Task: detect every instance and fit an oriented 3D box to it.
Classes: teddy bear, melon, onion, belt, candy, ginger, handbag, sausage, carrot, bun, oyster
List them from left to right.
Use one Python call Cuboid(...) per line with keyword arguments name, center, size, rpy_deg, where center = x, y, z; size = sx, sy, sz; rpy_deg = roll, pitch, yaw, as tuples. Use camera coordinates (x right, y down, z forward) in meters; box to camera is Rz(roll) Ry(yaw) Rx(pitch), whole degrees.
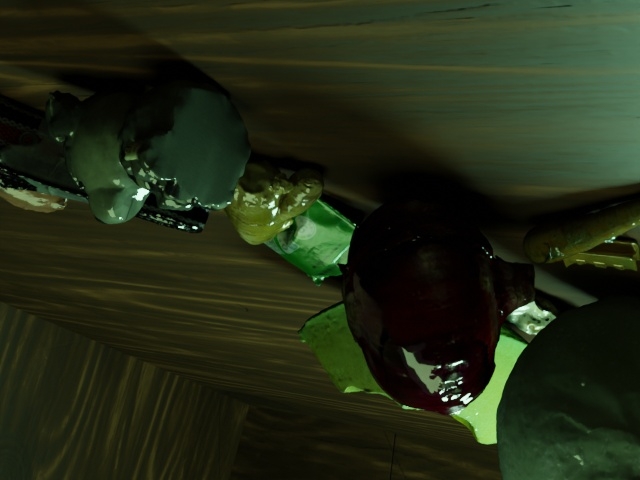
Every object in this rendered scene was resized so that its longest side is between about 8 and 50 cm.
Cuboid(name="sausage", center=(-0.481, -0.109, 1.518), size=(0.304, 0.078, 0.078), rpy_deg=(23, 164, -32))
Cuboid(name="belt", center=(-0.301, -0.093, 1.352), size=(0.360, 0.094, 0.126), rpy_deg=(14, 164, 1))
Cuboid(name="teddy bear", center=(-0.176, -0.085, 1.173), size=(0.171, 0.144, 0.251), rpy_deg=(9, 175, -39))
Cuboid(name="ginger", center=(-0.078, -0.045, 1.331), size=(0.115, 0.081, 0.205), rpy_deg=(-13, 168, -25))
Cuboid(name="candy", center=(0.000, 0.004, 1.445), size=(0.141, 0.078, 0.203), rpy_deg=(22, 159, -24))
Cuboid(name="onion", center=(0.133, 0.064, 1.253), size=(0.219, 0.252, 0.252), rpy_deg=(-11, 160, 7))
Cuboid(name="melon", center=(0.190, 0.200, 1.727), size=(0.331, 0.226, 0.344), rpy_deg=(-16, 161, 42))
Cuboid(name="oyster", center=(0.314, 0.109, 1.568), size=(0.146, 0.045, 0.121), rpy_deg=(17, 170, 22))
Cuboid(name="handbag", center=(0.315, 0.015, 1.258), size=(0.083, 0.027, 0.061), rpy_deg=(8, 163, 22))
Cuboid(name="carrot", center=(0.288, -0.017, 1.150), size=(0.049, 0.049, 0.254), rpy_deg=(20, 161, -19))
Cuboid(name="bun", center=(0.395, 0.240, 1.406), size=(0.362, 0.361, 0.211), rpy_deg=(25, 165, -33))
